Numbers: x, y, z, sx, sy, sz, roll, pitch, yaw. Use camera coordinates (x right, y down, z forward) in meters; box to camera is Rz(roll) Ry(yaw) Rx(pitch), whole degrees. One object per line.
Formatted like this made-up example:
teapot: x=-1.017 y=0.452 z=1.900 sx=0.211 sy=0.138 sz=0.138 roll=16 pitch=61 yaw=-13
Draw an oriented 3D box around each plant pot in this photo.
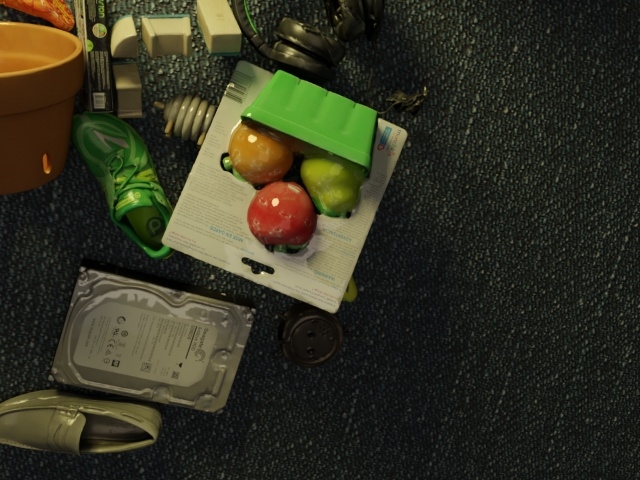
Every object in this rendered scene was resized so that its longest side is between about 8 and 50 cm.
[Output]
plant pot: x=-0.508 y=-0.202 z=1.054 sx=0.291 sy=0.290 sz=0.203 roll=-4 pitch=122 yaw=-13

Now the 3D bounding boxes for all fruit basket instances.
fruit basket: x=-0.057 y=-0.094 z=1.193 sx=0.327 sy=0.165 sz=0.352 roll=22 pitch=90 yaw=-3

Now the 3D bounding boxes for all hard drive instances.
hard drive: x=-0.317 y=0.189 z=1.306 sx=0.339 sy=0.064 sz=0.236 roll=17 pitch=101 yaw=-18

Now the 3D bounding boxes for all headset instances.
headset: x=0.027 y=-0.364 z=1.170 sx=0.243 sy=0.185 sz=0.394 roll=-45 pitch=114 yaw=2

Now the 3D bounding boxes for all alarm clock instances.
alarm clock: x=0.000 y=0.192 z=1.386 sx=0.192 sy=0.064 sz=0.129 roll=-3 pitch=105 yaw=-16

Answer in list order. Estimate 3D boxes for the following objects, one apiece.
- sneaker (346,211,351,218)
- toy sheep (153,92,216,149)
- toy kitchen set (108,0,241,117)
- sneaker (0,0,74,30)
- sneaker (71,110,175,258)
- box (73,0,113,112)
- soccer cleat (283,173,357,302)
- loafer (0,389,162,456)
sneaker: x=0.051 y=-0.127 z=1.312 sx=0.089 sy=0.051 sz=0.170 roll=-23 pitch=103 yaw=-3
toy sheep: x=-0.232 y=-0.215 z=1.203 sx=0.132 sy=0.091 sz=0.091 roll=20 pitch=99 yaw=-13
toy kitchen set: x=-0.254 y=-0.311 z=1.174 sx=0.207 sy=0.122 sz=0.166 roll=-7 pitch=137 yaw=-18
sneaker: x=-0.482 y=-0.400 z=1.113 sx=0.175 sy=0.064 sz=0.067 roll=38 pitch=114 yaw=-15
sneaker: x=-0.329 y=-0.096 z=1.191 sx=0.110 sy=0.123 sz=0.295 roll=-31 pitch=109 yaw=-4
box: x=-0.375 y=-0.320 z=1.121 sx=0.036 sy=0.114 sz=0.206 roll=-6 pitch=107 yaw=-26
soccer cleat: x=0.000 y=0.000 z=1.315 sx=0.121 sy=0.093 sz=0.289 roll=-39 pitch=110 yaw=-3
loafer: x=-0.462 y=0.349 z=1.287 sx=0.320 sy=0.111 sz=0.111 roll=1 pitch=105 yaw=-14
